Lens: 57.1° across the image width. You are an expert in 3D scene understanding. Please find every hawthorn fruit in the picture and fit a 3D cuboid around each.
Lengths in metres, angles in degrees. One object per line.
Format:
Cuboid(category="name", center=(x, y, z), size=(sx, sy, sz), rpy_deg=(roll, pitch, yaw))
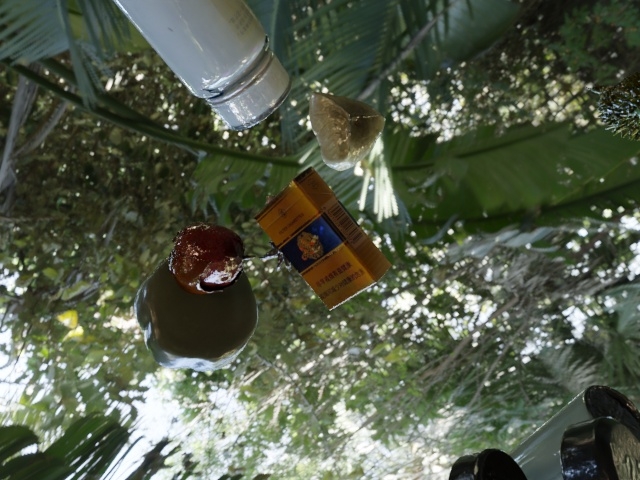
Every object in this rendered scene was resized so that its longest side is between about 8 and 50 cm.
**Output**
Cuboid(category="hawthorn fruit", center=(-0.215, 0.036, 1.176), size=(0.171, 0.148, 0.148), rpy_deg=(1, -131, -4))

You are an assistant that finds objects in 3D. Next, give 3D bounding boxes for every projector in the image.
Cuboid(category="projector", center=(0.351, 0.358, 0.920), size=(0.108, 0.338, 0.108), rpy_deg=(17, -141, -15))

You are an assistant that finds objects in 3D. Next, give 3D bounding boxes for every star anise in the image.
Cuboid(category="star anise", center=(-0.081, 0.028, 1.504), size=(0.129, 0.124, 0.056), rpy_deg=(29, -166, 12))

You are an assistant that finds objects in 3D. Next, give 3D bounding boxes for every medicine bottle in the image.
Cuboid(category="medicine bottle", center=(-0.158, -0.287, 0.816), size=(0.258, 0.143, 0.144), rpy_deg=(50, -148, -34))

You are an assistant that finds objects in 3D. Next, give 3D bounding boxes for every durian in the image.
Cuboid(category="durian", center=(0.542, -0.219, 0.955), size=(0.095, 0.220, 0.137), rpy_deg=(-32, -78, -27))

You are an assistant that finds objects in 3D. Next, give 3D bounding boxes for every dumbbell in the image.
Cuboid(category="dumbbell", center=(0.282, 0.316, 0.719), size=(0.152, 0.218, 0.153), rpy_deg=(30, -136, -34))

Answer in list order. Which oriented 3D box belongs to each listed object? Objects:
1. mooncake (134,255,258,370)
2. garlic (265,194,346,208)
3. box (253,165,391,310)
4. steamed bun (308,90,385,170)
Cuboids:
Cuboid(category="mooncake", center=(-0.268, 0.155, 1.273), size=(0.274, 0.135, 0.275), rpy_deg=(17, -127, -25))
Cuboid(category="garlic", center=(-0.041, -0.048, 1.430), size=(0.195, 0.087, 0.102), rpy_deg=(9, -98, 2))
Cuboid(category="box", center=(0.000, 0.000, 1.098), size=(0.237, 0.152, 0.070), rpy_deg=(52, -134, -1))
Cuboid(category="steamed bun", center=(0.079, -0.300, 1.605), size=(0.231, 0.110, 0.213), rpy_deg=(9, -108, -16))
